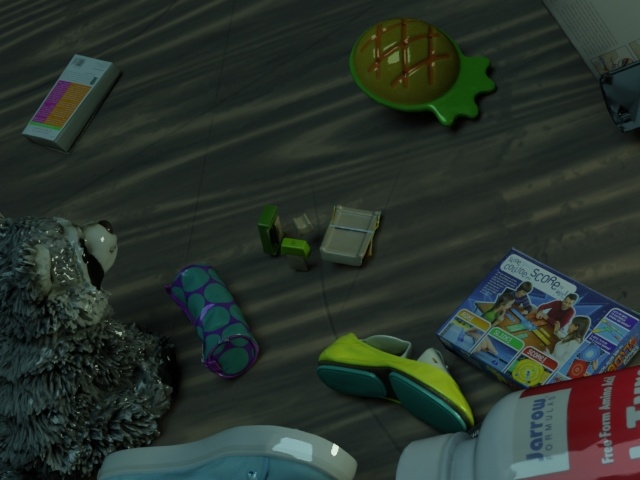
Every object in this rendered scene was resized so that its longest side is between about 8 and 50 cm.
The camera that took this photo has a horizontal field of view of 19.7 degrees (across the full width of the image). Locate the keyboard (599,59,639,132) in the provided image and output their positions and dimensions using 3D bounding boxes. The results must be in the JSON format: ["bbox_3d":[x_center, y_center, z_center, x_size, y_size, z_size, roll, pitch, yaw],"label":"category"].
[{"bbox_3d":[0.415,-0.168,2.054,0.192,0.038,0.100,-18,81,17],"label":"keyboard"}]

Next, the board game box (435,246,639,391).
[{"bbox_3d":[0.239,0.100,1.989,0.136,0.035,0.201,-47,44,-12],"label":"board game box"}]

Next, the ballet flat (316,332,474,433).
[{"bbox_3d":[0.094,0.148,2.048,0.231,0.077,0.077,15,52,43],"label":"ballet flat"}]

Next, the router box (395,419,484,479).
[{"bbox_3d":[0.173,0.262,1.922,0.179,0.046,0.133,-35,45,9],"label":"router box"}]

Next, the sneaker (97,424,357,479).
[{"bbox_3d":[-0.113,0.305,2.045,0.366,0.135,0.150,-16,51,40],"label":"sneaker"}]

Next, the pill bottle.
[{"bbox_3d":[0.289,0.233,1.710,0.407,0.229,0.229,-14,52,21],"label":"pill bottle"}]

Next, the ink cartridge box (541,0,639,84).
[{"bbox_3d":[0.308,-0.354,2.086,0.130,0.309,0.272,-22,48,21],"label":"ink cartridge box"}]

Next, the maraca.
[{"bbox_3d":[0.124,-0.208,2.268,0.185,0.099,0.127,27,73,18],"label":"maraca"}]

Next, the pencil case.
[{"bbox_3d":[-0.132,0.096,2.248,0.070,0.064,0.152,-20,43,-12],"label":"pencil case"}]

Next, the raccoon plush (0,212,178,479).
[{"bbox_3d":[-0.357,0.180,2.181,0.216,0.299,0.446,8,65,39],"label":"raccoon plush"}]

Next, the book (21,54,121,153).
[{"bbox_3d":[-0.360,-0.200,2.651,0.096,0.035,0.144,18,70,45],"label":"book"}]

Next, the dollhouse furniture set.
[{"bbox_3d":[0.000,0.000,2.254,0.151,0.058,0.076,9,55,18],"label":"dollhouse furniture set"}]
